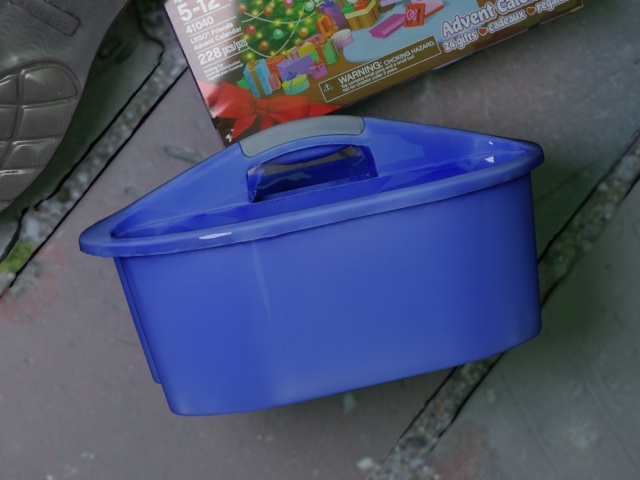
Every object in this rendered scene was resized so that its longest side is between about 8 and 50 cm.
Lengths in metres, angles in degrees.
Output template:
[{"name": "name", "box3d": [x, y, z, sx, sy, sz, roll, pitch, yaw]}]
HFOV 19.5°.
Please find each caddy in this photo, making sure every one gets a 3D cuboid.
[{"name": "caddy", "box3d": [0.000, 0.000, 1.349, 0.341, 0.241, 0.179, -12, 100, -10]}]

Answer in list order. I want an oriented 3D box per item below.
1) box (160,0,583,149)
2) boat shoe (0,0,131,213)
[{"name": "box", "box3d": [0.025, -0.211, 1.408, 0.293, 0.057, 0.201, -23, 95, 4]}, {"name": "boat shoe", "box3d": [-0.223, -0.146, 1.362, 0.132, 0.130, 0.355, 36, 103, -17]}]
